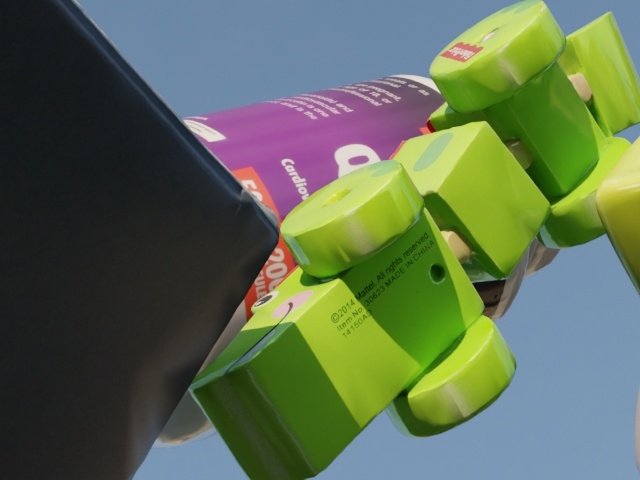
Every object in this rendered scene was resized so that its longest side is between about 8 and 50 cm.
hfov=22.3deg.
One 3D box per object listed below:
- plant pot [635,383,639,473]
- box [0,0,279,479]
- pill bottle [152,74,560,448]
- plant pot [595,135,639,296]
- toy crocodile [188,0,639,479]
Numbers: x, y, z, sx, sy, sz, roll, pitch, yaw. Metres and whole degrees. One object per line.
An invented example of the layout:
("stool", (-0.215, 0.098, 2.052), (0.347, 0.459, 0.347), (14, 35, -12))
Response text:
("plant pot", (0.382, 0.078, 1.281), (0.284, 0.284, 0.191), (-8, -80, 1))
("box", (-0.268, -0.045, 0.621), (0.212, 0.395, 0.293), (-59, -35, -14))
("pill bottle", (0.000, 0.000, 0.989), (0.323, 0.181, 0.181), (-16, -45, -38))
("plant pot", (0.274, 0.006, 0.635), (0.228, 0.227, 0.207), (-13, -73, 38))
("toy crocodile", (0.059, -0.010, 0.784), (0.105, 0.340, 0.115), (-12, -61, 52))
